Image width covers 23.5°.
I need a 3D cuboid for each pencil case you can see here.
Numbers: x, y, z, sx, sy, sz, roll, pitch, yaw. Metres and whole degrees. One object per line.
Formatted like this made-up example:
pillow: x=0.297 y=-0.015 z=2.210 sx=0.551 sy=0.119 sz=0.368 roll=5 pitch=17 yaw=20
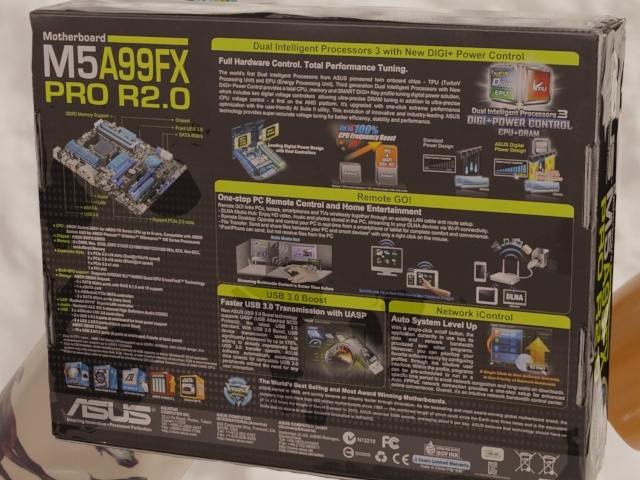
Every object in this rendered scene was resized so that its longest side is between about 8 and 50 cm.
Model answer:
pencil case: x=-0.122 y=0.095 z=1.208 sx=0.410 sy=0.183 sz=0.160 roll=-51 pitch=24 yaw=30

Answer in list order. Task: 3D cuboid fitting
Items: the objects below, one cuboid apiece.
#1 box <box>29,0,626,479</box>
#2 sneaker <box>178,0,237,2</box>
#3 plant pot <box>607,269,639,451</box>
box: x=0.000 y=0.000 z=0.719 sx=0.270 sy=0.060 sz=0.216 roll=4 pitch=105 yaw=19
sneaker: x=-0.139 y=-0.249 z=1.691 sx=0.107 sy=0.275 sz=0.110 roll=-7 pitch=117 yaw=47
plant pot: x=0.331 y=0.088 z=1.335 sx=0.188 sy=0.205 sz=0.205 roll=-30 pitch=72 yaw=20
